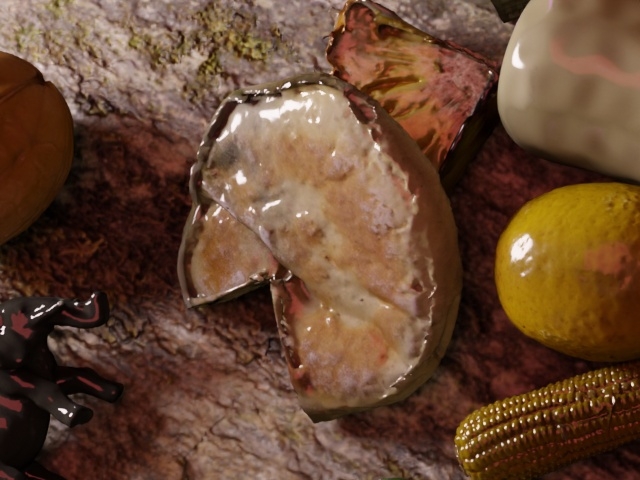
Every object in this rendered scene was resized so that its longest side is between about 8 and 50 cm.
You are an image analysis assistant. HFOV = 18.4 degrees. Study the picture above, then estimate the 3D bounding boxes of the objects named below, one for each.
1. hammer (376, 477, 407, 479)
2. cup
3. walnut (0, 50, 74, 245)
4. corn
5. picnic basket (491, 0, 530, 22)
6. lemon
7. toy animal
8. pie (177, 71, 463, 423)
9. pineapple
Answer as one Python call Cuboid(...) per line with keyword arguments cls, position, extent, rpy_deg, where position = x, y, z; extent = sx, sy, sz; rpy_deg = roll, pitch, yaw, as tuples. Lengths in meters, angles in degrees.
Cuboid(cls="hammer", position=(-0.048, 0.329, 1.823), extent=(0.335, 0.119, 0.206), rpy_deg=(-37, 68, -2))
Cuboid(cls="cup", position=(0.278, -0.170, 1.776), extent=(0.202, 0.255, 0.173), rpy_deg=(20, 50, 20))
Cuboid(cls="walnut", position=(-0.357, -0.088, 1.986), extent=(0.226, 0.193, 0.193), rpy_deg=(-35, 68, 5))
Cuboid(cls="corn", position=(0.231, 0.160, 1.790), extent=(0.231, 0.080, 0.080), rpy_deg=(-22, 70, 12))
Cuboid(cls="picnic basket", position=(0.210, -0.337, 1.903), extent=(0.154, 0.134, 0.196), rpy_deg=(-19, 70, 10))
Cuboid(cls="lemon", position=(0.250, 0.028, 1.772), extent=(0.207, 0.170, 0.170), rpy_deg=(2, 76, 24))
Cuboid(cls="toy animal", position=(-0.282, 0.154, 1.931), extent=(0.146, 0.114, 0.245), rpy_deg=(22, 83, 21))
Cuboid(cls="pie", position=(0.000, 0.000, 1.863), extent=(0.338, 0.075, 0.337), rpy_deg=(8, 104, 32))
Cuboid(cls="pineapple", position=(0.091, -0.130, 1.909), extent=(0.186, 0.114, 0.236), rpy_deg=(-21, 80, 10))
